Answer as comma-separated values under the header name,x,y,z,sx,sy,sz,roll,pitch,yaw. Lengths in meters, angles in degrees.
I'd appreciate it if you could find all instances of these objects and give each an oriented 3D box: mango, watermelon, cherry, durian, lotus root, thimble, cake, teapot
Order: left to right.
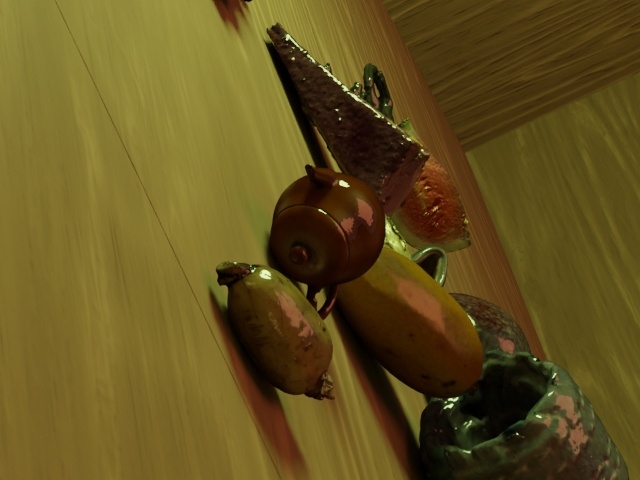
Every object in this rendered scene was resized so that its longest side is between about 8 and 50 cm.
name,x,y,z,sx,sy,sz,roll,pitch,yaw
lotus root,-0.028,0.073,1.105,0.152,0.063,0.072,56,3,-26
teapot,0.000,0.000,1.334,0.116,0.116,0.173,-94,-176,-63
cake,0.032,-0.165,1.827,0.295,0.113,0.116,53,-1,18
durian,0.069,0.014,1.721,0.130,0.066,0.052,57,-8,42
mango,0.086,0.081,1.540,0.227,0.109,0.147,45,7,-21
watermelon,0.148,-0.066,2.160,0.245,0.119,0.063,61,0,-25
cherry,0.195,0.144,1.851,0.176,0.140,0.176,45,23,-25
thimble,0.216,0.234,1.561,0.172,0.205,0.236,61,12,-15

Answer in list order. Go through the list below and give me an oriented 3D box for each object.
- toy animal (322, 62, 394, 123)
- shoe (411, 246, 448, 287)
name,x,y,z,sx,sy,sz,roll,pitch,yaw
toy animal,0.065,-0.191,2.198,0.233,0.084,0.148,47,33,-64
shoe,0.153,0.049,2.005,0.079,0.078,0.195,51,14,7
